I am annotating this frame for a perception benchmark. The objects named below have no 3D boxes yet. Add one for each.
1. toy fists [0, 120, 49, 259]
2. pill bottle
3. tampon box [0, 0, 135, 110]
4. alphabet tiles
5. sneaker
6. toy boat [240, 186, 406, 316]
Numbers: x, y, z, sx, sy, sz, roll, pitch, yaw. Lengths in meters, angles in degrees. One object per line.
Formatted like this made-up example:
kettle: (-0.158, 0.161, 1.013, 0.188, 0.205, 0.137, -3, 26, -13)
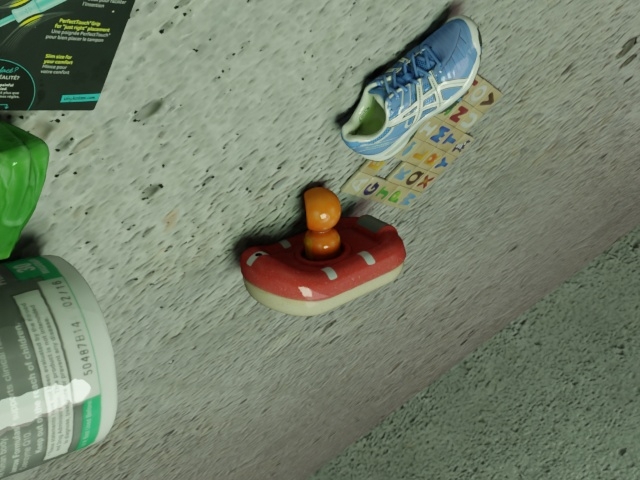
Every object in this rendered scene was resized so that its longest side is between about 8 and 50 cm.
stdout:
toy fists: (-0.343, -0.035, 0.575, 0.279, 0.096, 0.142, -13, 156, -42)
pill bottle: (-0.388, 0.145, 0.686, 0.361, 0.204, 0.204, -14, 147, -39)
tampon box: (-0.197, -0.178, 0.501, 0.120, 0.101, 0.161, -9, 142, -45)
alphabet tiles: (0.157, -0.140, 1.110, 0.237, 0.009, 0.198, -46, 152, 20)
sneaker: (0.107, -0.176, 0.907, 0.211, 0.080, 0.081, -50, 154, 23)
toy boat: (0.000, 0.000, 1.037, 0.231, 0.151, 0.151, -22, 120, -28)
